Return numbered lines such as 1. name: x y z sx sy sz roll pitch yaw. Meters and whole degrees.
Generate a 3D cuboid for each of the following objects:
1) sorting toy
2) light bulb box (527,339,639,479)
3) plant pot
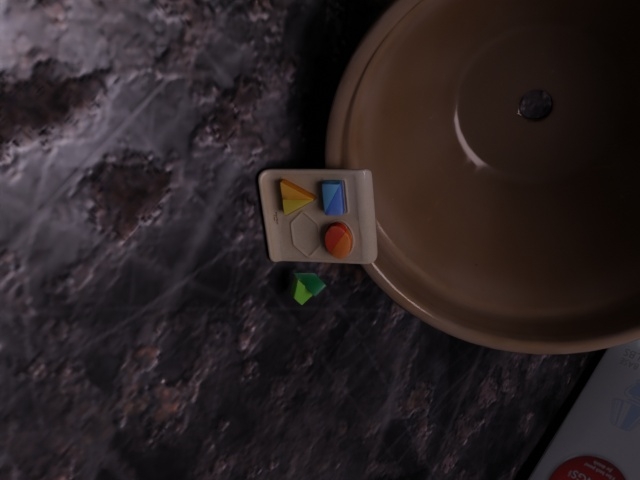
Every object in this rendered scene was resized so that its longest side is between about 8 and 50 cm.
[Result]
1. sorting toy: 0.000 0.000 0.425 0.012 0.062 0.083 -71 158 -60
2. light bulb box: 0.432 0.310 0.734 0.225 0.358 0.361 -54 135 -13
3. plant pot: 0.128 -0.060 0.438 0.110 0.237 0.237 -70 158 -60
